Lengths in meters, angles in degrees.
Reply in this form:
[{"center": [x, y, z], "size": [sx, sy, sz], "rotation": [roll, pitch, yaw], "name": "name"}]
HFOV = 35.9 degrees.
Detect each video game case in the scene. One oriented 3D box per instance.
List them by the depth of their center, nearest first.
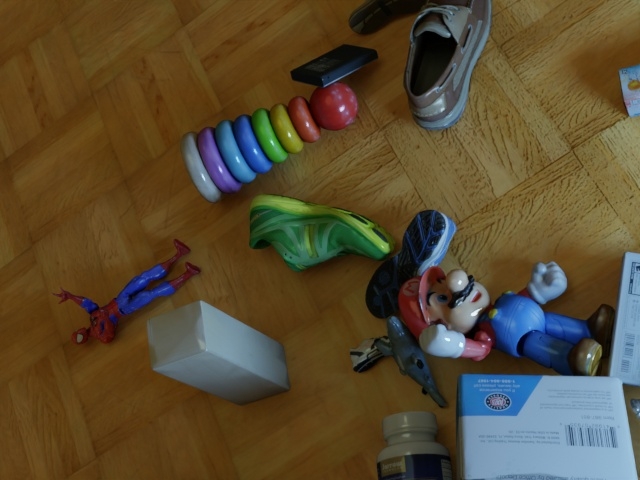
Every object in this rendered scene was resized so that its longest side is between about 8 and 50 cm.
[{"center": [0.503, 0.121, 1.393], "size": [0.173, 0.022, 0.191], "rotation": [10, 74, 8], "name": "video game case"}]

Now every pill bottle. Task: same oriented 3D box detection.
[{"center": [0.141, 0.355, 1.466], "size": [0.112, 0.112, 0.187], "rotation": [-15, 64, 21], "name": "pill bottle"}]

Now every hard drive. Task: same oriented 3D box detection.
[{"center": [0.025, -0.320, 1.798], "size": [0.135, 0.022, 0.094], "rotation": [-32, 33, -28], "name": "hard drive"}]

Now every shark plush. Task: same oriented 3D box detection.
[{"center": [0.141, 0.192, 1.540], "size": [0.073, 0.067, 0.161], "rotation": [-19, 85, -12], "name": "shark plush"}]

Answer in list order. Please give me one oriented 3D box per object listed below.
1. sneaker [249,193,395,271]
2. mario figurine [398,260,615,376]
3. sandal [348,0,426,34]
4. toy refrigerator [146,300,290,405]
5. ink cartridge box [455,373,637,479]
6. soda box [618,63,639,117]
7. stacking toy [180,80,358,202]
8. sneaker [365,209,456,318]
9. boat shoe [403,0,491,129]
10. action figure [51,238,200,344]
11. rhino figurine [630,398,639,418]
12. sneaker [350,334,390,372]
[{"center": [0.000, 0.000, 1.701], "size": [0.295, 0.109, 0.124], "rotation": [13, 91, 34], "name": "sneaker"}, {"center": [0.263, 0.103, 1.461], "size": [0.320, 0.198, 0.170], "rotation": [12, 92, 26], "name": "mario figurine"}, {"center": [0.132, -0.445, 1.830], "size": [0.180, 0.072, 0.049], "rotation": [-25, 39, 21], "name": "sandal"}, {"center": [-0.160, 0.184, 1.596], "size": [0.102, 0.269, 0.094], "rotation": [-21, 62, 20], "name": "toy refrigerator"}, {"center": [0.292, 0.336, 1.292], "size": [0.223, 0.129, 0.308], "rotation": [1, 47, 5], "name": "ink cartridge box"}, {"center": [0.559, -0.248, 1.526], "size": [0.183, 0.058, 0.063], "rotation": [-11, 65, 22], "name": "soda box"}, {"center": [-0.083, -0.192, 1.808], "size": [0.330, 0.141, 0.141], "rotation": [-23, 61, 10], "name": "stacking toy"}, {"center": [0.153, 0.045, 1.611], "size": [0.080, 0.081, 0.211], "rotation": [46, 113, 25], "name": "sneaker"}, {"center": [0.217, -0.356, 1.711], "size": [0.123, 0.116, 0.325], "rotation": [1, 71, 28], "name": "boat shoe"}, {"center": [-0.374, 0.098, 1.827], "size": [0.280, 0.139, 0.091], "rotation": [-39, 56, 11], "name": "action figure"}, {"center": [0.519, 0.296, 1.307], "size": [0.106, 0.073, 0.243], "rotation": [-33, 75, 19], "name": "rhino figurine"}, {"center": [0.093, 0.170, 1.609], "size": [0.109, 0.040, 0.044], "rotation": [-30, 48, 8], "name": "sneaker"}]
